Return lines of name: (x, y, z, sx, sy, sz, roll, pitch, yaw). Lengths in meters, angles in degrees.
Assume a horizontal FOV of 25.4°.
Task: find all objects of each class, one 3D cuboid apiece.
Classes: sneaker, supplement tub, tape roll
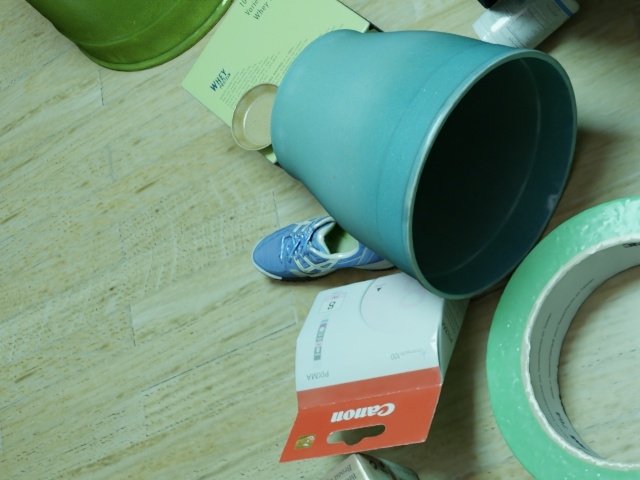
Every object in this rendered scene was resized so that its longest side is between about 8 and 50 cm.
sneaker: (0.000, 0.000, 1.686, 0.211, 0.081, 0.080, -11, 69, 33)
supplement tub: (0.234, -0.256, 1.619, 0.107, 0.071, 0.071, -40, 55, 18)
tape roll: (0.324, 0.117, 1.420, 0.321, 0.077, 0.321, -12, 67, 31)

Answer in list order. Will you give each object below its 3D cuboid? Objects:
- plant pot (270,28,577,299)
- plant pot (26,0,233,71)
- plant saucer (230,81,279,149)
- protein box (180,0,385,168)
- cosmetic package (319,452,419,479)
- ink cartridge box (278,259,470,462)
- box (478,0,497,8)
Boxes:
plant pot: (0.094, -0.111, 1.536, 0.255, 0.271, 0.271, 28, 91, 38)
plant pot: (-0.328, -0.462, 1.910, 0.366, 0.353, 0.366, -12, 68, 31)
plant saucer: (-0.067, -0.142, 1.653, 0.083, 0.015, 0.083, -12, 69, 31)
protein box: (-0.023, -0.202, 1.739, 0.201, 0.136, 0.200, 40, 99, 37)
cosmetic package: (0.079, 0.386, 1.463, 0.153, 0.129, 0.296, -42, 55, 15)
ink cartridge box: (0.053, 0.129, 1.550, 0.189, 0.066, 0.232, -14, 29, 31)
box: (0.224, -0.516, 1.367, 0.472, 0.480, 0.297, -43, 85, 8)
